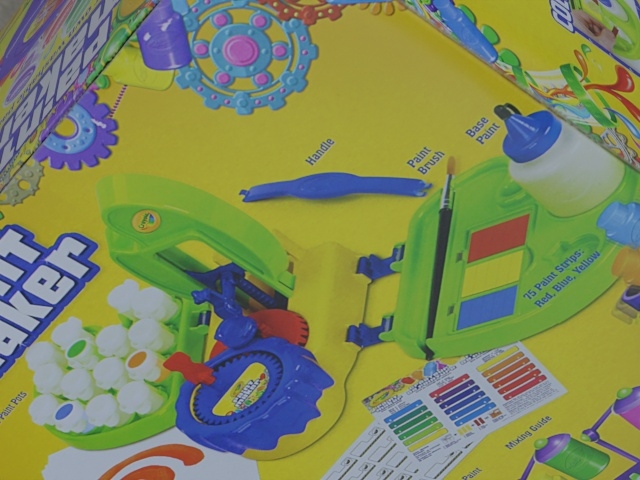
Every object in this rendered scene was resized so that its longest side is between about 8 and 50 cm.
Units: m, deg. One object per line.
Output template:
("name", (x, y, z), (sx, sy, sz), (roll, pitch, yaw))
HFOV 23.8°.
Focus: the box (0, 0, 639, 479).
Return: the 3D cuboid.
("box", (0.000, 0.000, 0.610), (0.279, 0.177, 0.290), (32, 124, -23))
